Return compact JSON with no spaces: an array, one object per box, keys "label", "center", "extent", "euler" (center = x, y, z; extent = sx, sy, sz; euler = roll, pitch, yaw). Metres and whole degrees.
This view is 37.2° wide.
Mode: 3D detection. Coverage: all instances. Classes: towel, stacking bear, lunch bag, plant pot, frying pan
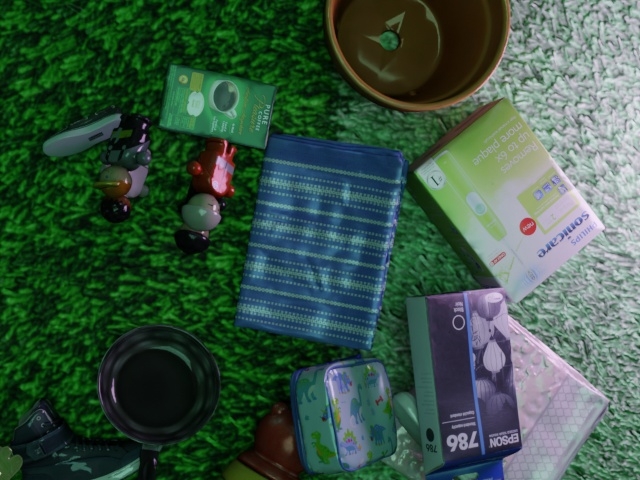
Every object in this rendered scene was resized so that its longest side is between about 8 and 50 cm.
[{"label":"towel","center":[0.000,0.000,1.572],"extent":[0.243,0.040,0.335],"euler":[10,90,9]},{"label":"towel","center":[0.300,0.318,1.651],"extent":[0.317,0.053,0.331],"euler":[37,83,-8]},{"label":"stacking bear","center":[-0.098,0.407,1.536],"extent":[0.175,0.164,0.289],"euler":[30,81,-9]},{"label":"lunch bag","center":[0.040,0.276,1.525],"extent":[0.090,0.219,0.176],"euler":[-13,83,29]},{"label":"plant pot","center":[0.136,-0.343,1.546],"extent":[0.291,0.203,0.290],"euler":[0,90,-9]},{"label":"frying pan","center":[-0.242,0.292,1.516],"extent":[0.197,0.053,0.326],"euler":[-11,75,-22]}]

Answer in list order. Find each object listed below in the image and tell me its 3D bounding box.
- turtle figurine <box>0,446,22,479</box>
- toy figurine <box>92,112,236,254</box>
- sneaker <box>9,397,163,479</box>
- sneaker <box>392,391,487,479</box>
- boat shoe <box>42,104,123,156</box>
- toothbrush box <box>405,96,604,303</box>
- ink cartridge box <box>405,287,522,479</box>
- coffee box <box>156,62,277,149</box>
[{"label":"turtle figurine","center":[-0.481,0.358,1.389],"extent":[0.275,0.266,0.197],"euler":[12,70,-43]},{"label":"toy figurine","center":[-0.243,-0.082,1.476],"extent":[0.210,0.213,0.148],"euler":[17,73,-10]},{"label":"sneaker","center":[-0.380,0.315,1.518],"extent":[0.226,0.086,0.163],"euler":[-20,95,-9]},{"label":"sneaker","center":[0.208,0.312,1.579],"extent":[0.094,0.080,0.212],"euler":[-45,104,-15]},{"label":"boat shoe","center":[-0.383,-0.177,1.541],"extent":[0.142,0.049,0.040],"euler":[-22,60,-7]},{"label":"toothbrush box","center":[0.303,-0.066,1.617],"extent":[0.206,0.122,0.283],"euler":[-38,97,-7]},{"label":"ink cartridge box","center":[0.235,0.246,1.527],"extent":[0.165,0.065,0.332],"euler":[-5,87,-29]},{"label":"coffee box","center":[-0.171,-0.220,1.575],"extent":[0.184,0.040,0.113],"euler":[9,89,-9]}]
